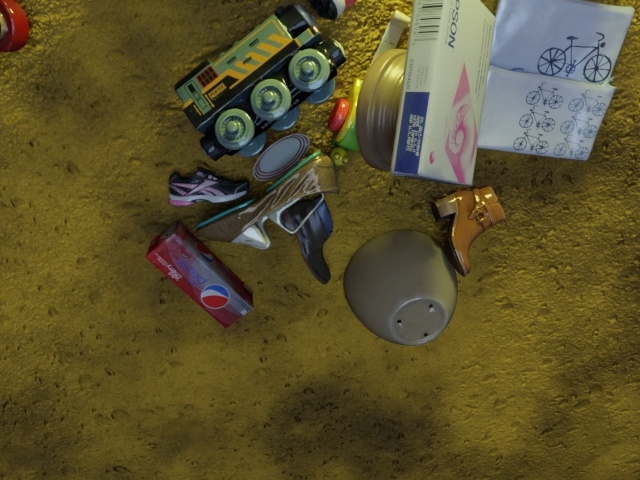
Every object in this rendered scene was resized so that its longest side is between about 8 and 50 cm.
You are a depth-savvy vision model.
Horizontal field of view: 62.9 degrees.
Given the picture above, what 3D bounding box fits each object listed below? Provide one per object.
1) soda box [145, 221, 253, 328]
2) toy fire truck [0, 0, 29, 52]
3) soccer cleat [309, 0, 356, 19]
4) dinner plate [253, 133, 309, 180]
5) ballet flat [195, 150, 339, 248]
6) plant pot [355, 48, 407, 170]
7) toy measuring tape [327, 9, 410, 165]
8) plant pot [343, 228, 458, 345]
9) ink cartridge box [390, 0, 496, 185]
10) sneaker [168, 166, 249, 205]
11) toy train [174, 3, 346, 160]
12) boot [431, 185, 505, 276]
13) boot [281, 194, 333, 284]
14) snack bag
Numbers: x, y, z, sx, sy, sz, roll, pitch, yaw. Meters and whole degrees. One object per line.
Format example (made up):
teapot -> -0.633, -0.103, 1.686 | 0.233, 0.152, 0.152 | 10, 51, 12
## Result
soda box -> -0.275, 0.082, 1.217 | 0.092, 0.083, 0.263 | -37, 114, 10
toy fire truck -> -0.663, -0.443, 0.881 | 0.254, 0.169, 0.302 | 16, 115, 11
soccer cleat -> -0.031, -0.562, 0.934 | 0.116, 0.108, 0.318 | -43, 114, -9
dinner plate -> -0.085, -0.179, 1.106 | 0.141, 0.141, 0.017 | -39, 72, 11
ballet flat -> -0.105, -0.059, 1.131 | 0.342, 0.116, 0.124 | -30, 94, 7
plant pot -> 0.177, -0.249, 1.027 | 0.237, 0.109, 0.237 | -25, 123, -46
toy measuring tape -> 0.102, -0.296, 1.065 | 0.121, 0.121, 0.330 | 20, 112, -17
plant pot -> 0.209, 0.140, 1.252 | 0.284, 0.191, 0.284 | -3, 116, -6
ink cartridge box -> 0.251, -0.268, 0.963 | 0.330, 0.071, 0.324 | -3, 101, -53
sneaker -> -0.244, -0.122, 1.132 | 0.178, 0.072, 0.077 | -8, 106, -11
toy train -> -0.118, -0.303, 1.007 | 0.334, 0.142, 0.190 | -36, 87, 8
boot -> 0.361, -0.026, 1.222 | 0.152, 0.073, 0.197 | -16, 88, -7
boot -> 0.000, 0.000, 1.216 | 0.106, 0.082, 0.219 | -25, 115, 8
snack bag -> 0.495, -0.353, 1.134 | 0.323, 0.037, 0.343 | 6, 115, -10
